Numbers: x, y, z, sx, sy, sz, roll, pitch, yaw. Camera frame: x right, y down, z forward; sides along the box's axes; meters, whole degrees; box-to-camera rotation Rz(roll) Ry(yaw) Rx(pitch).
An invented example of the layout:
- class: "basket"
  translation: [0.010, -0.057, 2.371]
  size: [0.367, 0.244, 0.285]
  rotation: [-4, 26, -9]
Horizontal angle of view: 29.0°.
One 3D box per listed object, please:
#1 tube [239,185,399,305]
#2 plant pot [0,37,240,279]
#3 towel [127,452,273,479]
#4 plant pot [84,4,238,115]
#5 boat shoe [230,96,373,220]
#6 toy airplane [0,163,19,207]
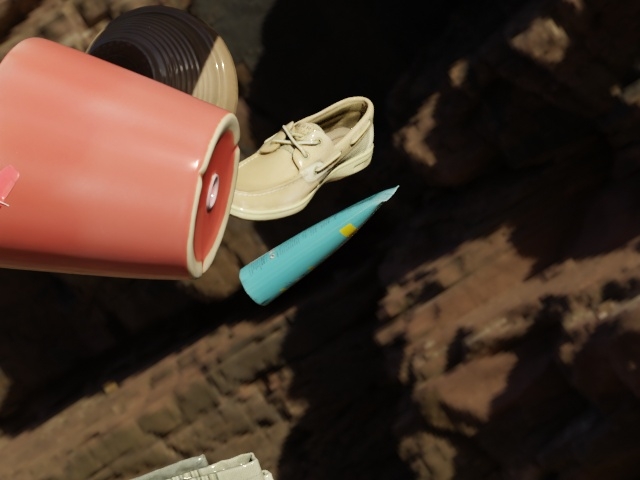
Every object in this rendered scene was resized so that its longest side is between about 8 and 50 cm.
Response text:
- class: "tube"
  translation: [0.000, 0.000, 1.425]
  size: [0.207, 0.052, 0.080]
  rotation: [-35, 8, 19]
- class: "plant pot"
  translation: [-0.232, -0.075, 1.398]
  size: [0.243, 0.275, 0.275]
  rotation: [12, 10, 7]
- class: "towel"
  translation: [-0.181, 0.404, 1.419]
  size: [0.312, 0.324, 0.056]
  rotation: [-15, 25, -6]
- class: "plant pot"
  translation: [-0.235, -0.190, 1.585]
  size: [0.237, 0.237, 0.110]
  rotation: [-32, -14, 21]
- class: "boat shoe"
  translation: [-0.031, -0.116, 1.651]
  size: [0.302, 0.109, 0.098]
  rotation: [-29, -41, -44]
- class: "toy airplane"
  translation: [-0.327, -0.056, 1.080]
  size: [0.151, 0.151, 0.028]
  rotation: [-33, -18, 2]
